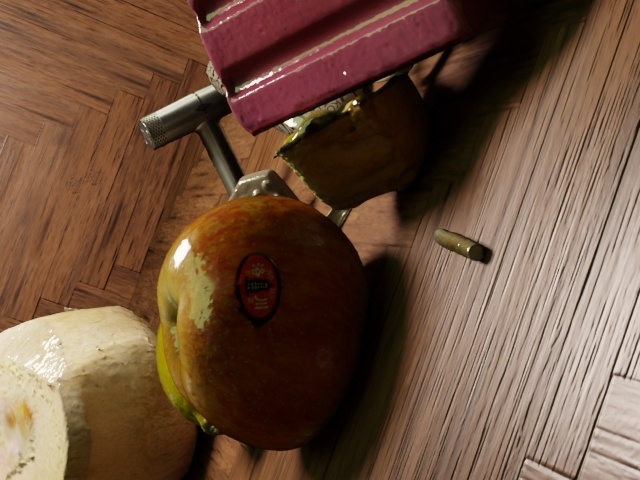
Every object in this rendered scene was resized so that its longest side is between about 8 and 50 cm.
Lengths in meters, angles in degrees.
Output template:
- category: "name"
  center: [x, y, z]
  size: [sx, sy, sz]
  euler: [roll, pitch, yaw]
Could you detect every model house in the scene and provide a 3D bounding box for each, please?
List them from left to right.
- category: "model house"
  center: [-0.111, 0.021, 1.816]
  size: [0.229, 0.122, 0.188]
  euler: [-53, 24, 38]

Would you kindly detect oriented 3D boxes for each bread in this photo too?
- category: "bread"
  center: [0.057, -0.114, 1.389]
  size: [0.174, 0.133, 0.251]
  euler: [-27, 4, 14]

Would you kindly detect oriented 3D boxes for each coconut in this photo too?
- category: "coconut"
  center: [-0.379, 0.303, 1.959]
  size: [0.404, 0.405, 0.404]
  euler: [-58, 19, 34]

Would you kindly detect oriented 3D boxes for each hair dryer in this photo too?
- category: "hair dryer"
  center: [-0.136, -0.190, 2.058]
  size: [0.320, 0.284, 0.156]
  euler: [-37, 29, -14]

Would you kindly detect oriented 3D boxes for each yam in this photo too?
- category: "yam"
  center: [0.142, 0.003, 1.172]
  size: [0.116, 0.021, 0.021]
  euler: [-143, 74, -74]

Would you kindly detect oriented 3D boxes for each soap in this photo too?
- category: "soap"
  center: [0.017, -0.287, 1.299]
  size: [0.360, 0.233, 0.128]
  euler: [-18, 6, 43]

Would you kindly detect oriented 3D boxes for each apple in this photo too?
- category: "apple"
  center: [-0.083, 0.097, 1.389]
  size: [0.277, 0.250, 0.309]
  euler: [-53, 25, 44]

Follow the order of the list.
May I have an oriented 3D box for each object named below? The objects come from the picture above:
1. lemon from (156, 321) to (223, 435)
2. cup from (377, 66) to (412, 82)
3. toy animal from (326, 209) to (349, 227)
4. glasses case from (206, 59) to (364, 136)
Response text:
- category: "lemon"
  center: [-0.153, 0.174, 1.663]
  size: [0.184, 0.184, 0.248]
  euler: [131, 138, -51]
- category: "cup"
  center: [0.062, -0.352, 1.478]
  size: [0.258, 0.219, 0.289]
  euler: [26, 123, 40]
- category: "toy animal"
  center: [0.000, 0.009, 1.614]
  size: [0.217, 0.041, 0.075]
  euler: [-57, 18, 24]
- category: "glasses case"
  center: [-0.065, -0.258, 1.841]
  size: [0.137, 0.085, 0.355]
  euler: [-49, 44, -6]
